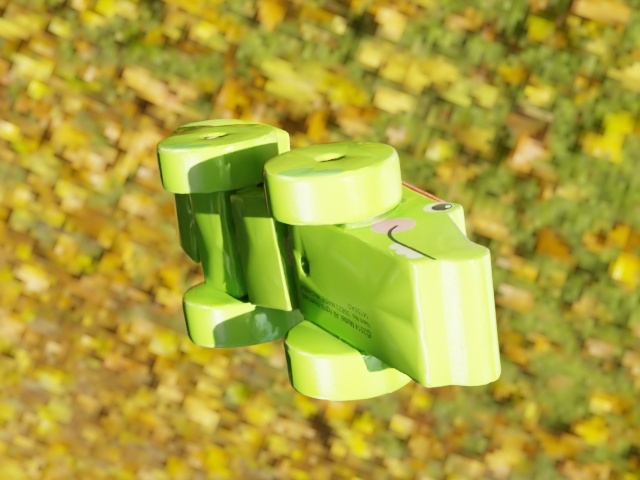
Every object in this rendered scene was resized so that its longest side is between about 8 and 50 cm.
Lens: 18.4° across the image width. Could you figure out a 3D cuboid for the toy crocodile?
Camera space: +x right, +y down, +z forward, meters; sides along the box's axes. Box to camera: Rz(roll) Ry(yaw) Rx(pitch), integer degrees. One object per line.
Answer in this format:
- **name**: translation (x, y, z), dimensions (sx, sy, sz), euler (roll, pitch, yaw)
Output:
- **toy crocodile**: translation (0.000, 0.000, 1.003), dimensions (0.105, 0.115, 0.340), euler (-15, -165, -23)
